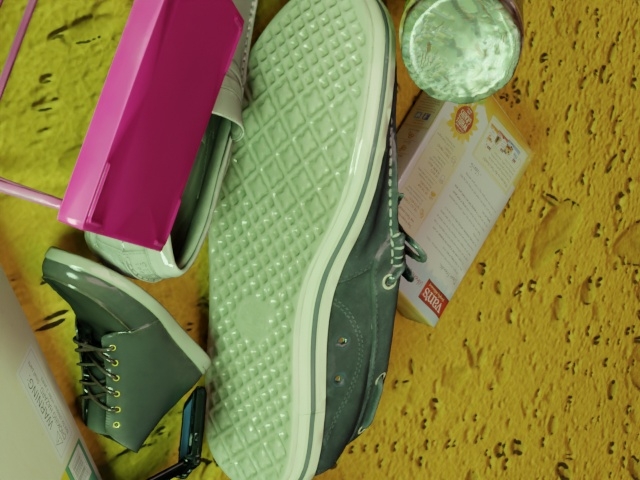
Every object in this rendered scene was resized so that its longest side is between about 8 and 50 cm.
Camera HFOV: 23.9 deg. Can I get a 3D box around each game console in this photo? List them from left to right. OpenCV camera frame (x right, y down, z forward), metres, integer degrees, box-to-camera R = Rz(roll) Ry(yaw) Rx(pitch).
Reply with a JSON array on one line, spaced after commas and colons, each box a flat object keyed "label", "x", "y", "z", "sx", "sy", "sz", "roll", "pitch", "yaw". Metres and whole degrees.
[{"label": "game console", "x": -0.150, "y": 0.192, "z": 1.400, "sx": 0.071, "sy": 0.122, "sz": 0.107, "roll": 7, "pitch": 74, "yaw": -10}]

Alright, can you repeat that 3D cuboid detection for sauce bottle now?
[{"label": "sauce bottle", "x": 0.136, "y": -0.227, "z": 1.431, "sx": 0.344, "sy": 0.111, "sz": 0.111, "roll": -75, "pitch": 163, "yaw": -68}]

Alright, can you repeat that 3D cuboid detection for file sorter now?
[{"label": "file sorter", "x": -0.189, "y": -0.122, "z": 1.102, "sx": 0.290, "sy": 0.182, "sz": 0.202, "roll": 39, "pitch": 70, "yaw": -85}]

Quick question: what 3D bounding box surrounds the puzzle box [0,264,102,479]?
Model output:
[{"label": "puzzle box", "x": -0.266, "y": 0.220, "z": 1.216, "sx": 0.272, "sy": 0.052, "sz": 0.409, "roll": -75, "pitch": 152, "yaw": -54}]

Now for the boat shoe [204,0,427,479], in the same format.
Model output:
[{"label": "boat shoe", "x": 0.000, "y": 0.000, "z": 1.433, "sx": 0.156, "sy": 0.186, "sz": 0.500, "roll": -14, "pitch": 119, "yaw": -45}]

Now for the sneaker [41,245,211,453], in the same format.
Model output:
[{"label": "sneaker", "x": -0.188, "y": 0.102, "z": 1.337, "sx": 0.118, "sy": 0.083, "sz": 0.222, "roll": -57, "pitch": 136, "yaw": -15}]

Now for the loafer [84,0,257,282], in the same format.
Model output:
[{"label": "loafer", "x": -0.107, "y": -0.117, "z": 1.320, "sx": 0.112, "sy": 0.111, "sz": 0.320, "roll": 21, "pitch": 81, "yaw": -49}]

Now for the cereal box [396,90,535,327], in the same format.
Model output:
[{"label": "cereal box", "x": 0.127, "y": -0.049, "z": 1.638, "sx": 0.240, "sy": 0.047, "sz": 0.173, "roll": -58, "pitch": 135, "yaw": -15}]
